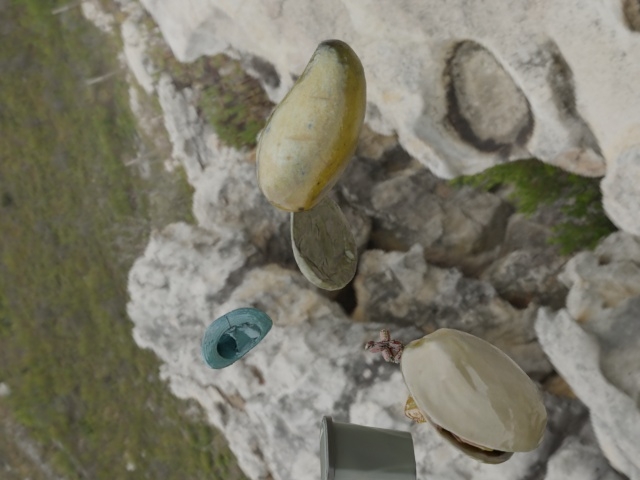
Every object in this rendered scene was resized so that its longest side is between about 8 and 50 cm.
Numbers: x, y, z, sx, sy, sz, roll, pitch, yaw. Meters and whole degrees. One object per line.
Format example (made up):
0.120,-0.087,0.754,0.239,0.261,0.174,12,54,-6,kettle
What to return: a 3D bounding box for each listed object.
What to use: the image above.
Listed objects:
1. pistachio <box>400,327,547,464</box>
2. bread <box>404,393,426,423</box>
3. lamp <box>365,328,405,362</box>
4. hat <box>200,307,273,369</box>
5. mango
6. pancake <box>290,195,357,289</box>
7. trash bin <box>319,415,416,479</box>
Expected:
0.263,0.269,1.390,0.288,0.197,0.166,40,137,-3,pistachio
0.255,0.324,1.669,0.077,0.139,0.271,32,162,-6,bread
0.142,0.225,1.668,0.083,0.063,0.031,36,162,32,lamp
-0.211,0.224,1.938,0.078,0.191,0.138,48,169,47,hat
-0.008,-0.208,1.522,0.176,0.329,0.175,34,-166,-4,mango
0.000,0.000,1.792,0.050,0.242,0.242,-19,103,31,pancake
0.122,0.618,2.221,0.219,0.250,0.220,103,168,-45,trash bin
